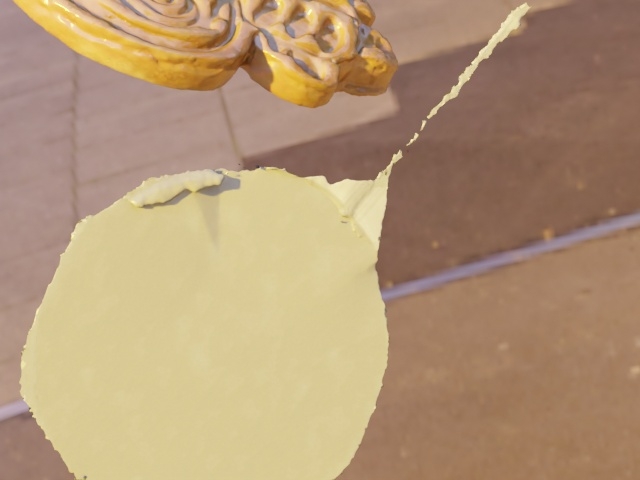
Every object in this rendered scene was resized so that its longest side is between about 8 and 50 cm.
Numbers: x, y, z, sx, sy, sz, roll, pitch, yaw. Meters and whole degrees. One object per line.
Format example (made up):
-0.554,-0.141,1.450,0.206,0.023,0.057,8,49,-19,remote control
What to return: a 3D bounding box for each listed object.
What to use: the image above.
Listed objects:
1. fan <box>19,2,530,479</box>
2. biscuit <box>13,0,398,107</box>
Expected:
-0.001,0.000,0.737,0.310,0.182,0.010,-48,27,-13,fan
-0.077,-0.163,1.049,0.289,0.044,0.202,12,38,-25,biscuit
